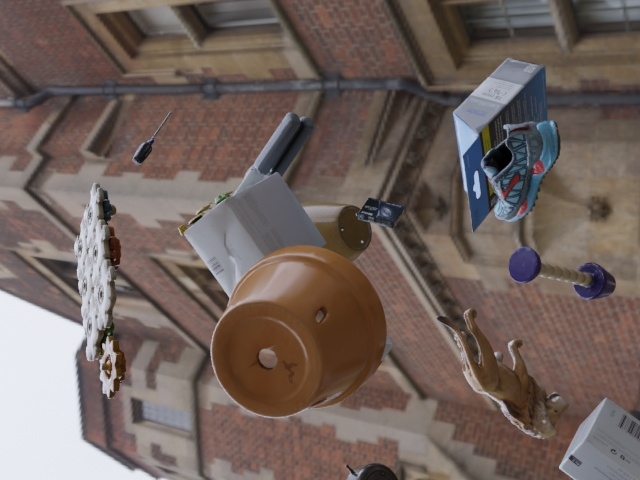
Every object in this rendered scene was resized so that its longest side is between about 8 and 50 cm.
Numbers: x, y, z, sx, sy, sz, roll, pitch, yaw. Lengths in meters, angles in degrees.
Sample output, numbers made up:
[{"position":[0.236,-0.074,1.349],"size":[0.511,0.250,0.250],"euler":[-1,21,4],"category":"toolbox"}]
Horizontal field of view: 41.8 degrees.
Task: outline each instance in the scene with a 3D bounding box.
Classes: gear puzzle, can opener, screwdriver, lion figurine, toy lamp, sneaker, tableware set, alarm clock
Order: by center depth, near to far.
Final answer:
[{"position":[-0.320,0.079,1.265],"size":[0.044,0.175,0.339],"euler":[4,-134,-28],"category":"gear puzzle"},{"position":[-0.319,-0.200,1.625],"size":[0.025,0.024,0.170],"euler":[55,-144,-23],"category":"screwdriver"},{"position":[0.367,-0.140,1.635],"size":[0.262,0.125,0.104],"euler":[101,171,-49],"category":"sneaker"},{"position":[0.487,0.069,1.663],"size":[0.275,0.080,0.080],"euler":[13,-97,-35],"category":"toy lamp"},{"position":[0.137,0.567,1.875],"size":[0.192,0.064,0.129],"euler":[19,-119,-31],"category":"alarm clock"},{"position":[-0.116,-0.182,1.893],"size":[0.074,0.280,0.093],"euler":[10,-135,-36],"category":"can opener"},{"position":[-0.266,-0.062,1.957],"size":[0.024,0.154,0.104],"euler":[55,-168,1],"category":"tableware set"},{"position":[0.433,0.336,2.047],"size":[0.392,0.142,0.240],"euler":[25,-137,-33],"category":"lion figurine"}]

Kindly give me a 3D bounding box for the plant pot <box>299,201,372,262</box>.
[{"position":[0.000,0.000,2.119],"size":[0.237,0.254,0.237],"euler":[13,-111,-39],"category":"plant pot"}]

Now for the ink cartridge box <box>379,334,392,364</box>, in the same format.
[{"position":[0.098,0.311,2.427],"size":[0.175,0.072,0.127],"euler":[16,-62,-29],"category":"ink cartridge box"}]

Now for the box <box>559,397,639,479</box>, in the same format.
[{"position":[0.668,0.487,1.899],"size":[0.182,0.181,0.119],"euler":[-36,-23,-50],"category":"box"}]

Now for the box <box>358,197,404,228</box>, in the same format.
[{"position":[0.131,-0.060,1.809],"size":[0.067,0.083,0.018],"euler":[-53,-27,-48],"category":"box"}]

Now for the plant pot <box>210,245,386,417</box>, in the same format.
[{"position":[-0.054,0.169,1.424],"size":[0.203,0.291,0.290],"euler":[-28,-61,-67],"category":"plant pot"}]

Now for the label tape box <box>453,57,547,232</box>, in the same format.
[{"position":[0.384,-0.219,1.898],"size":[0.334,0.106,0.240],"euler":[-45,-40,-26],"category":"label tape box"}]

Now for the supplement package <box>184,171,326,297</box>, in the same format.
[{"position":[-0.135,-0.005,1.771],"size":[0.194,0.149,0.203],"euler":[56,-145,-1],"category":"supplement package"}]
